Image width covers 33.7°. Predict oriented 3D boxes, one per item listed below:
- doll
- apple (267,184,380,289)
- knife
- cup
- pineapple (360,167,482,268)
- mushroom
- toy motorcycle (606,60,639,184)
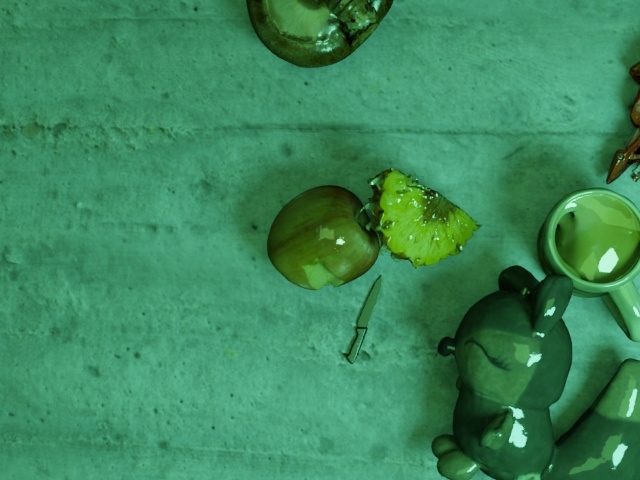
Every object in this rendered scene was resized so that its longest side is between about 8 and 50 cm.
[{"bbox_3d":[0.379,0.234,1.781,0.378,0.252,0.382,12,99,-21],"label":"doll"},{"bbox_3d":[0.000,0.000,1.865,0.199,0.199,0.199,-1,84,8],"label":"apple"},{"bbox_3d":[0.081,0.142,1.916,0.023,0.010,0.170,21,85,4],"label":"knife"},{"bbox_3d":[0.487,0.032,1.772,0.255,0.202,0.173,39,90,11],"label":"cup"},{"bbox_3d":[0.135,-0.034,1.853,0.164,0.250,0.140,19,84,44],"label":"pineapple"},{"bbox_3d":[0.011,-0.450,1.918,0.297,0.163,0.278,-43,71,1],"label":"mushroom"},{"bbox_3d":[0.607,-0.222,1.840,0.171,0.089,0.298,17,87,11],"label":"toy motorcycle"}]
